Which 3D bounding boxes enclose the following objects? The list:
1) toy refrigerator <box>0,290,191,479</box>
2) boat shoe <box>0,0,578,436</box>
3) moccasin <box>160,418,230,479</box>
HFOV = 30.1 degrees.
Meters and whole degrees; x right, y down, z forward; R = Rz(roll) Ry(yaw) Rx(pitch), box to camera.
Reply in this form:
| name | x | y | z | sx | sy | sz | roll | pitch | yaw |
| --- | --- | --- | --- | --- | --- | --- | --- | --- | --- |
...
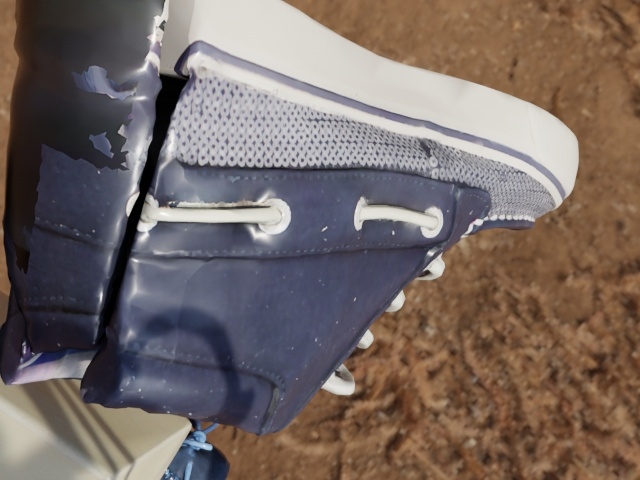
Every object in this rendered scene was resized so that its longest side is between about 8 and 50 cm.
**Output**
| name | x | y | z | sx | sy | sz | roll | pitch | yaw |
| --- | --- | --- | --- | --- | --- | --- | --- | --- | --- |
| toy refrigerator | -0.202 | 0.053 | 0.520 | 0.269 | 0.094 | 0.102 | 33 | 10 | 8 |
| boat shoe | 0.000 | 0.000 | 0.523 | 0.127 | 0.158 | 0.340 | 8 | -2 | 40 |
| moccasin | -0.149 | 0.252 | 1.299 | 0.117 | 0.342 | 0.138 | -15 | 26 | 10 |
